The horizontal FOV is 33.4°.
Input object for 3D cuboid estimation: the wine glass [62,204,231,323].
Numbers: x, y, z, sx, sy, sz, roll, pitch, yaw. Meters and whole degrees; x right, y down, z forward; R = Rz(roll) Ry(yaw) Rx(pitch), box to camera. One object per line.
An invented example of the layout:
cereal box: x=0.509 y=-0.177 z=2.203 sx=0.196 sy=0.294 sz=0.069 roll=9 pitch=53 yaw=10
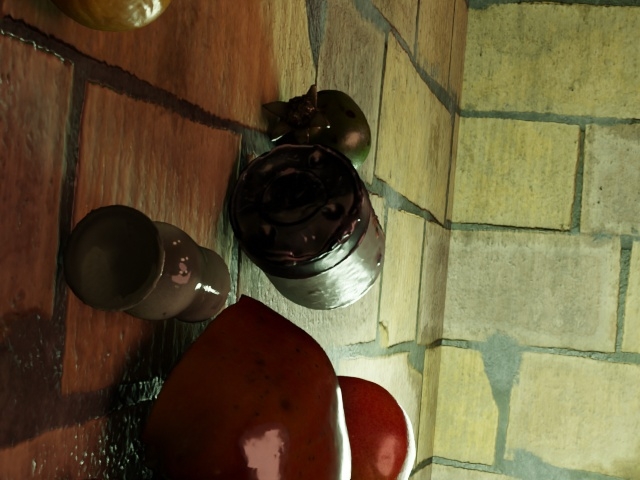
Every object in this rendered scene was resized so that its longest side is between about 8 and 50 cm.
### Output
wine glass: x=-0.166 y=0.034 z=1.093 sx=0.231 sy=0.103 sz=0.103 roll=38 pitch=57 yaw=-74

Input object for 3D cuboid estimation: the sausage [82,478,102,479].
sausage: x=-0.250 y=0.346 z=0.930 sx=0.087 sy=0.079 sz=0.326 roll=56 pitch=33 yaw=-22

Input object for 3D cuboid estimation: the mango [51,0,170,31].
mango: x=-0.193 y=-0.309 z=0.883 sx=0.295 sy=0.120 sz=0.177 roll=77 pitch=22 yaw=-44

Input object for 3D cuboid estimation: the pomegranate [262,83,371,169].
pomegranate: x=-0.004 y=-0.149 z=1.542 sx=0.169 sy=0.148 sz=0.148 roll=-5 pitch=99 yaw=-63

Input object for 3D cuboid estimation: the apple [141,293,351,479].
apple: x=-0.107 y=0.252 z=1.253 sx=0.328 sy=0.295 sz=0.365 roll=63 pitch=14 yaw=3

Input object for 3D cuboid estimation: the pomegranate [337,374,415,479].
pomegranate: x=0.030 y=0.334 z=1.645 sx=0.256 sy=0.221 sz=0.221 roll=-62 pitch=156 yaw=-18

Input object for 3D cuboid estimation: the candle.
candle: x=0.000 y=0.000 z=1.497 sx=0.330 sy=0.187 sz=0.187 roll=58 pitch=39 yaw=-64
